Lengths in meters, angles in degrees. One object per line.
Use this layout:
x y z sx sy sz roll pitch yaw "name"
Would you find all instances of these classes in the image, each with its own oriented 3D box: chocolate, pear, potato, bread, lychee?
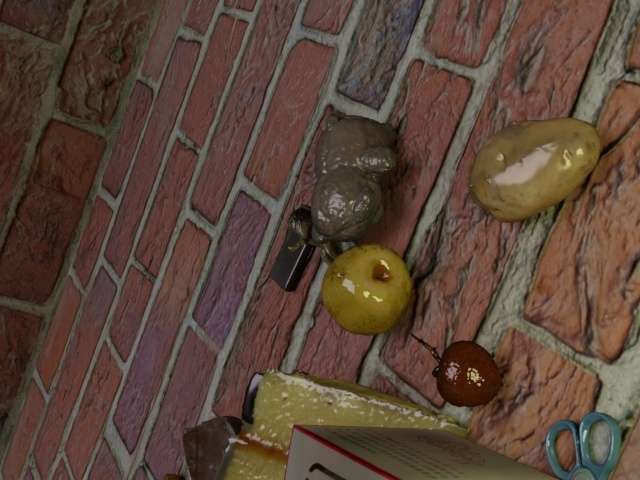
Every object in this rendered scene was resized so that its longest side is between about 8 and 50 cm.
-0.211 0.474 2.005 0.254 0.080 0.156 -29 68 50 "chocolate"
0.084 0.093 1.665 0.178 0.178 0.178 -29 53 48 "pear"
0.322 -0.110 1.407 0.235 0.128 0.161 1 81 51 "potato"
0.010 0.410 1.575 0.405 0.242 0.345 17 93 61 "bread"
0.224 0.203 1.432 0.140 0.101 0.114 48 158 40 "lychee"

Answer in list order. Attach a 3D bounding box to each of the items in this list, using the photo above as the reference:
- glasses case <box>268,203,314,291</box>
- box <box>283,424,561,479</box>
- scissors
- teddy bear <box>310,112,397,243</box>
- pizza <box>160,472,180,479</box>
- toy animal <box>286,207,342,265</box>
-0.049 0.016 1.995 0.072 0.042 0.190 40 110 45 "glasses case"
0.129 0.443 1.267 0.314 0.312 0.299 10 91 58 "box"
0.364 0.365 1.221 0.125 0.030 0.256 -32 49 50 "scissors"
0.062 -0.122 1.784 0.236 0.151 0.267 -35 48 48 "teddy bear"
-0.403 0.672 2.232 0.199 0.062 0.188 -24 45 58 "pizza"
-0.013 0.009 1.890 0.219 0.086 0.069 53 154 27 "toy animal"
